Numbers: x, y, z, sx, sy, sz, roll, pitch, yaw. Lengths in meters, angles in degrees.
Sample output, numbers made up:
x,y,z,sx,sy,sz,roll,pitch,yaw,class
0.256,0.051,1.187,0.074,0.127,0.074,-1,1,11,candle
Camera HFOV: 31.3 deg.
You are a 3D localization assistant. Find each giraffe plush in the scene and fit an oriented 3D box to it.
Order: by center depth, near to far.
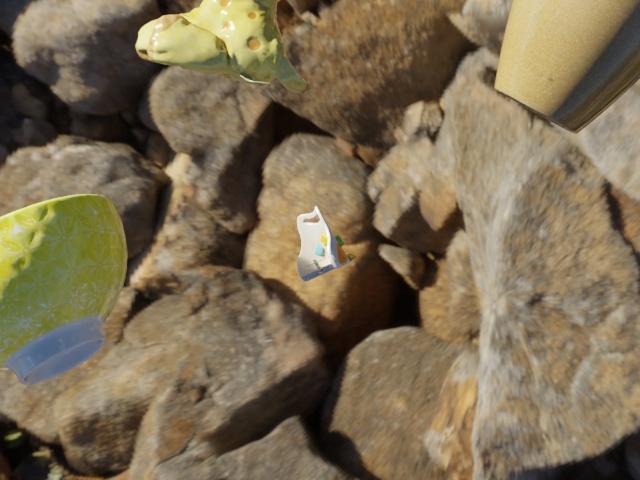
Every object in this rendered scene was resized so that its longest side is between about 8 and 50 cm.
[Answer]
x,y,z,sx,sy,sz,roll,pitch,yaw,class
-0.091,-0.264,1.258,0.210,0.181,0.171,20,100,51,giraffe plush

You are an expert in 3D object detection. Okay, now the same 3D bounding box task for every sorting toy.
x,y,z,sx,sy,sz,roll,pitch,yaw,class
0.000,0.000,1.324,0.045,0.083,0.075,-24,90,-30,sorting toy

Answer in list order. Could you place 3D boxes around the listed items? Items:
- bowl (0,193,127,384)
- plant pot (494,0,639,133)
x,y,z,sx,sy,sz,roll,pitch,yaw,class
-0.349,0.083,1.410,0.289,0.289,0.156,-31,79,6,bowl
0.325,-0.269,1.397,0.237,0.237,0.254,32,100,9,plant pot
